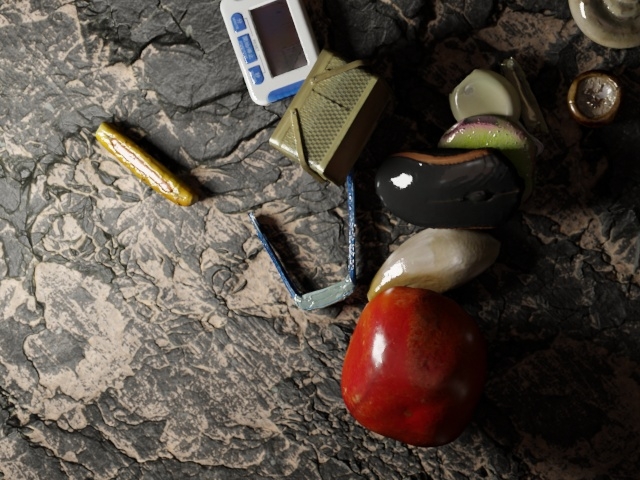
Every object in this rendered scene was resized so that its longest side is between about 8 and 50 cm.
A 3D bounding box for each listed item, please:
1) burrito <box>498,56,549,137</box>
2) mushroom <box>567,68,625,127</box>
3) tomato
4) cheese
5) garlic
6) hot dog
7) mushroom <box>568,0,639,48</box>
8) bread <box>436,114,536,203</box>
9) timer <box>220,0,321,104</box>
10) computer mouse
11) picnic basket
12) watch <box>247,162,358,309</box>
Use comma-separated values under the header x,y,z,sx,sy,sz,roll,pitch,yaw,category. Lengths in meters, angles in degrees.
x,y,z,sx,sy,sz,roll,pitch,yaw,category
0.435,-0.305,1.912,0.045,0.041,0.185,-19,95,53,burrito
0.576,-0.297,1.880,0.123,0.052,0.123,0,89,9,mushroom
0.195,0.268,1.878,0.293,0.289,0.325,27,126,-1,tomato
0.379,-0.260,1.901,0.227,0.064,0.137,44,120,2,cheese
0.234,0.058,1.964,0.318,0.112,0.143,-29,94,22,garlic
-0.399,-0.171,2.051,0.286,0.088,0.061,40,100,9,hot dog
0.612,-0.497,1.788,0.227,0.178,0.226,0,98,0,mushroom
0.352,-0.158,1.906,0.229,0.033,0.228,10,118,19,bread
-0.099,-0.437,1.968,0.178,0.078,0.253,-18,94,9,timer
0.263,-0.107,1.887,0.323,0.116,0.182,1,121,25,computer mouse
0.028,-0.260,1.899,0.139,0.165,0.266,31,92,17,picnic basket
0.013,0.000,2.011,0.276,0.068,0.274,-27,87,12,watch
